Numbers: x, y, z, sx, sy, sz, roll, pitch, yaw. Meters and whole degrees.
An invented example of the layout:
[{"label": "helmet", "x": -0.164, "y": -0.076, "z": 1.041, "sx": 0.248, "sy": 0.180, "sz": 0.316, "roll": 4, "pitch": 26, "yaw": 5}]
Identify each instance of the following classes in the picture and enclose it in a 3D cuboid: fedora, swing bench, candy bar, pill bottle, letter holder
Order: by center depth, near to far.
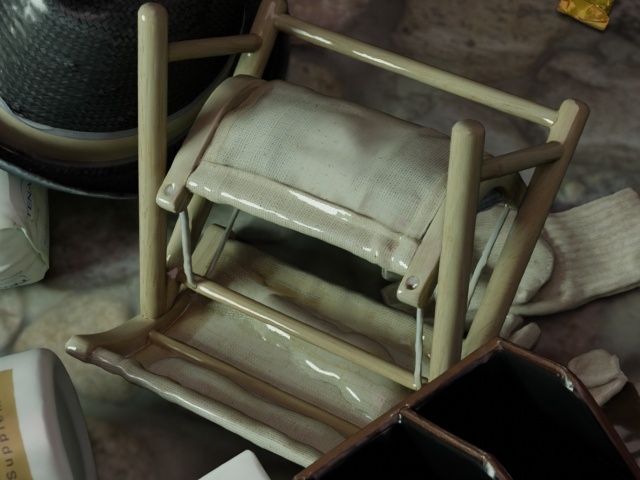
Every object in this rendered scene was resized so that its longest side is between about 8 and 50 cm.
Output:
[{"label": "letter holder", "x": 0.145, "y": 0.228, "z": 0.852, "sx": 0.152, "sy": 0.214, "sz": 0.302, "roll": -34, "pitch": 102, "yaw": -11}, {"label": "swing bench", "x": 0.000, "y": 0.000, "z": 1.039, "sx": 0.253, "sy": 0.165, "sz": 0.255, "roll": 23, "pitch": 111, "yaw": 27}, {"label": "pill bottle", "x": -0.268, "y": 0.160, "z": 1.048, "sx": 0.229, "sy": 0.131, "sz": 0.131, "roll": -15, "pitch": 64, "yaw": -1}, {"label": "fedora", "x": -0.141, "y": -0.198, "z": 1.135, "sx": 0.334, "sy": 0.152, "sz": 0.334, "roll": 12, "pitch": 59, "yaw": -20}, {"label": "candy bar", "x": 0.238, "y": -0.230, "z": 1.245, "sx": 0.040, "sy": 0.018, "sz": 0.161, "roll": 29, "pitch": 70, "yaw": 14}]

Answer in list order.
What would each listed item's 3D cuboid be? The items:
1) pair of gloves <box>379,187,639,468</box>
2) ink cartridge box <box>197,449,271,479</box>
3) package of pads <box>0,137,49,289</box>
[{"label": "pair of gloves", "x": 0.149, "y": 0.078, "z": 1.094, "sx": 0.204, "sy": 0.042, "sz": 0.240, "roll": -10, "pitch": 63, "yaw": 2}, {"label": "ink cartridge box", "x": -0.092, "y": 0.268, "z": 0.995, "sx": 0.237, "sy": 0.100, "sz": 0.172, "roll": -32, "pitch": 66, "yaw": -9}, {"label": "package of pads", "x": -0.348, "y": -0.062, "z": 1.178, "sx": 0.296, "sy": 0.101, "sz": 0.229, "roll": -8, "pitch": 64, "yaw": 2}]
